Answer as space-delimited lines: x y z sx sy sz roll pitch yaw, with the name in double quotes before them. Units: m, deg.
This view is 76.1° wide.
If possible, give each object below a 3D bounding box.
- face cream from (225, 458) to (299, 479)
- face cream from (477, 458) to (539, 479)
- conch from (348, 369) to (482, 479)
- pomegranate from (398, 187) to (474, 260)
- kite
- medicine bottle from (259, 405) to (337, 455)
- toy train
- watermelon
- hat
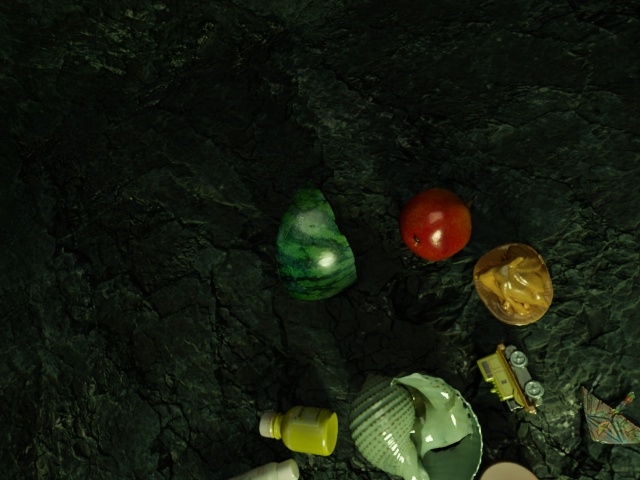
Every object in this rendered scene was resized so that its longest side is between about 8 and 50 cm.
"face cream" -0.189 0.699 1.171 0.269 0.082 0.082 -25 60 6
"face cream" 0.452 0.606 0.973 0.149 0.104 0.149 -8 63 16
"conch" 0.241 0.474 1.055 0.303 0.215 0.319 -35 91 7
"pomegranate" 0.366 -0.057 1.267 0.257 0.221 0.221 -24 56 -23
"kite" 0.725 0.438 1.012 0.160 0.010 0.183 -48 57 -3
"medicine bottle" -0.067 0.539 1.178 0.213 0.122 0.121 -1 65 19
"toy train" 0.504 0.367 1.082 0.127 0.089 0.219 -28 60 17
"watermelon" 0.013 0.023 1.317 0.222 0.292 0.319 18 64 30
"hat" 0.540 0.079 1.119 0.233 0.233 0.244 39 84 29
